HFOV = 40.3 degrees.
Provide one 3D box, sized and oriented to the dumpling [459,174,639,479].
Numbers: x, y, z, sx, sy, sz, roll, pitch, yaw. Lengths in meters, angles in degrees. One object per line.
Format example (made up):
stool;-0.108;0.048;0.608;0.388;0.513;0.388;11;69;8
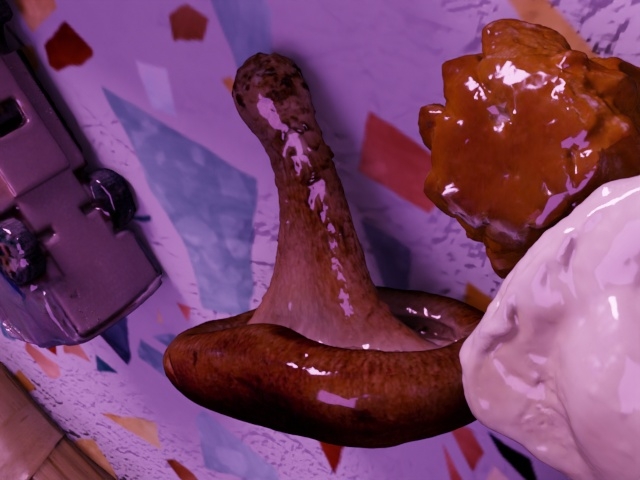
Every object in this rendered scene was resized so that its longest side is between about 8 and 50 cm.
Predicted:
dumpling;0.194;0.044;0.363;0.252;0.131;0.179;14;122;0

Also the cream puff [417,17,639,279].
cream puff;0.106;-0.040;0.408;0.116;0.094;0.122;-3;90;44

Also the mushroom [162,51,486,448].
mushroom;0.000;0.000;0.500;0.227;0.148;0.218;1;102;30

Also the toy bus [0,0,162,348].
toy bus;-0.251;-0.068;0.637;0.138;0.112;0.317;-15;107;46

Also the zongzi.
zongzi;-0.337;0.267;0.857;0.228;0.115;0.256;44;103;8
